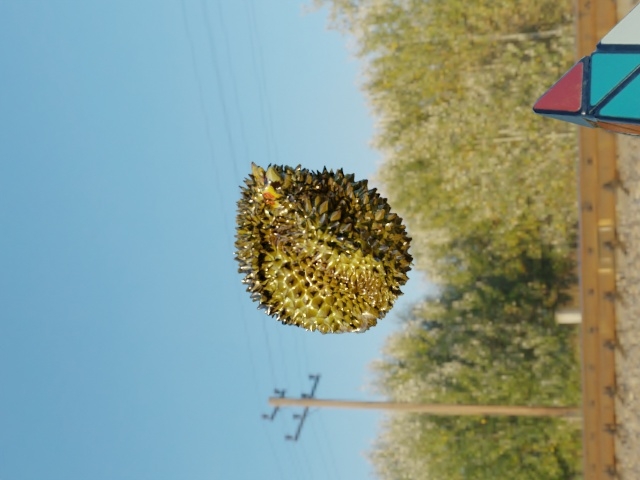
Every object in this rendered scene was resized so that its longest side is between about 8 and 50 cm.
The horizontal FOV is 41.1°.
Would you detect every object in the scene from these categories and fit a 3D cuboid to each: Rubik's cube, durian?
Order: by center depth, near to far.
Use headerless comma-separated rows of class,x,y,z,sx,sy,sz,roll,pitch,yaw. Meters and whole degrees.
Rubik's cube,0.353,-0.141,0.864,0.234,0.250,0.284,-80,-22,-63
durian,-0.003,0.007,1.305,0.258,0.293,0.258,-159,90,-83
